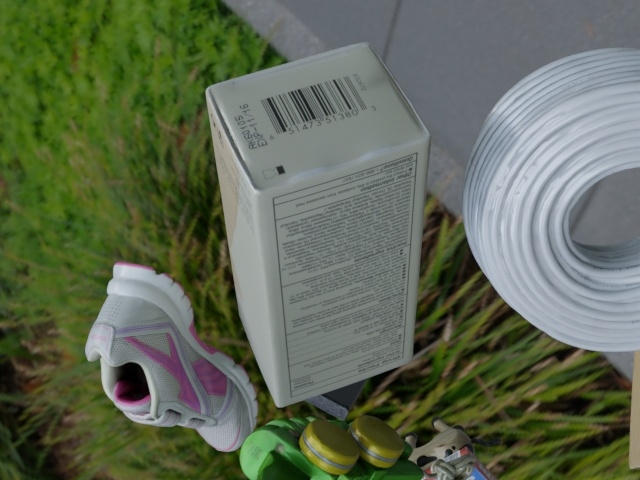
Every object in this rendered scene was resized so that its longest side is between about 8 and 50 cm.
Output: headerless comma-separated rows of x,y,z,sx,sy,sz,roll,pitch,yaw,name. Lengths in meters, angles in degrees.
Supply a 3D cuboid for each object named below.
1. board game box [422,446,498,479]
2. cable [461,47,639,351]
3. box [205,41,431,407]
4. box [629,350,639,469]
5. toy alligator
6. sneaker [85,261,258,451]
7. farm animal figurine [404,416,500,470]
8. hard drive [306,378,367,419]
0.197,0.374,1.269,0.145,0.027,0.281,-33,115,19,board game box
0.246,-0.028,0.869,0.089,0.257,0.257,-90,17,-59,cable
0.000,0.000,0.899,0.311,0.148,0.121,90,158,-51,box
0.442,0.187,1.268,0.201,0.021,0.164,140,143,-64,box
0.014,0.112,0.541,0.051,0.189,0.056,43,111,32,toy alligator
-0.156,0.140,1.048,0.103,0.111,0.252,3,138,41,sneaker
0.081,0.419,1.519,0.172,0.326,0.330,-101,19,-77,farm animal figurine
0.011,0.203,1.500,0.094,0.135,0.022,27,107,7,hard drive
